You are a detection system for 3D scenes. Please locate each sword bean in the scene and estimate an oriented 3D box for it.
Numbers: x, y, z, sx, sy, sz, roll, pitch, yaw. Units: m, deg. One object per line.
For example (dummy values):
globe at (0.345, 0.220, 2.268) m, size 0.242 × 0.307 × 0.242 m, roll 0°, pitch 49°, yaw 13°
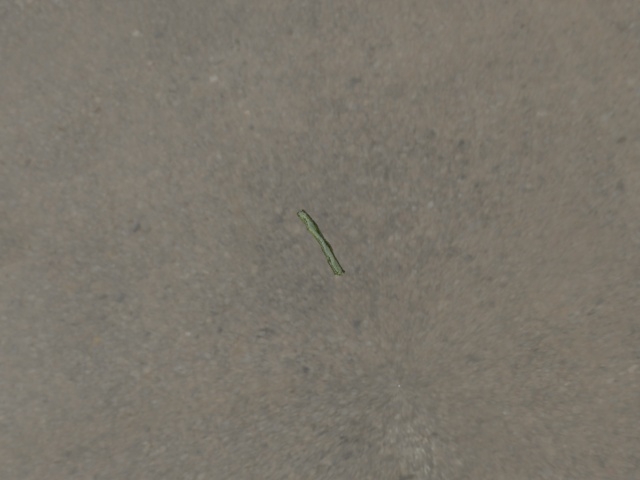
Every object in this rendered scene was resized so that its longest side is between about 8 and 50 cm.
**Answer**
sword bean at (0.000, 0.000, 0.667) m, size 0.012 × 0.012 × 0.083 m, roll -32°, pitch 57°, yaw -1°
